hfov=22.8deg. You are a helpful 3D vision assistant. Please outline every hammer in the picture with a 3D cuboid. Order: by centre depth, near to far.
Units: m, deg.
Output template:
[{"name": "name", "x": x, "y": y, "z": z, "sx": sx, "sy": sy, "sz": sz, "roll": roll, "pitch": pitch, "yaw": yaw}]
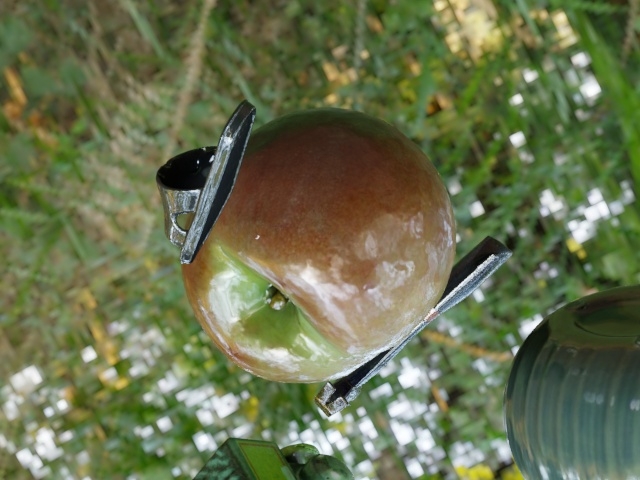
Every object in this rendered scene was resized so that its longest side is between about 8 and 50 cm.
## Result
[{"name": "hammer", "x": 0.100, "y": 0.099, "z": 1.784, "sx": 0.290, "sy": 0.037, "sz": 0.137, "roll": -44, "pitch": 175, "yaw": 20}]

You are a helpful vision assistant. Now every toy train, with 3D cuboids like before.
[{"name": "toy train", "x": -0.078, "y": 0.326, "z": 1.669, "sx": 0.188, "sy": 0.159, "sz": 0.271, "roll": 12, "pitch": 125, "yaw": -46}]

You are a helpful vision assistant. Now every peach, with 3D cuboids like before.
[{"name": "peach", "x": 0.000, "y": 0.000, "z": 1.417, "sx": 0.252, "sy": 0.252, "sz": 0.252, "roll": -26, "pitch": -172, "yaw": 4}]

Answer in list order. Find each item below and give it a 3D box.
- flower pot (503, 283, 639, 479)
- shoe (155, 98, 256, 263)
[{"name": "flower pot", "x": 0.234, "y": 0.117, "z": 1.091, "sx": 0.189, "sy": 0.157, "sz": 0.243, "roll": -28, "pitch": -160, "yaw": -35}, {"name": "shoe", "x": -0.090, "y": -0.051, "z": 1.163, "sx": 0.062, "sy": 0.053, "sz": 0.159, "roll": -62, "pitch": 180, "yaw": -43}]
